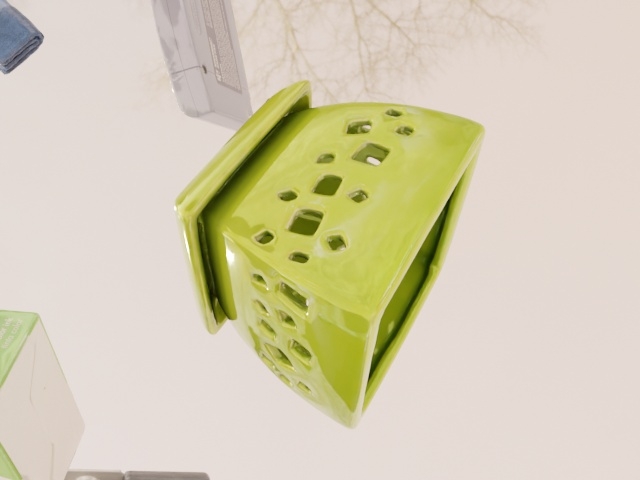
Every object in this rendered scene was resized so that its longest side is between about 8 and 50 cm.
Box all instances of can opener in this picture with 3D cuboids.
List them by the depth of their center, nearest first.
[{"bbox_3d":[-0.362,0.477,1.279,0.095,0.283,0.076,-170,-93,-74],"label":"can opener"}]

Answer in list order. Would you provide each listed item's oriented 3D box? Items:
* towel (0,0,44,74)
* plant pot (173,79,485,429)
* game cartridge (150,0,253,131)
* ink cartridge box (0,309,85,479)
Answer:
[{"bbox_3d":[-0.382,-0.251,0.765,0.119,0.029,0.067,41,-103,15],"label":"towel"},{"bbox_3d":[0.000,0.000,0.612,0.207,0.227,0.228,25,-123,17],"label":"plant pot"},{"bbox_3d":[-0.178,-0.316,0.960,0.062,0.198,0.297,-12,-91,19],"label":"game cartridge"},{"bbox_3d":[-0.437,0.158,0.630,0.353,0.207,0.119,5,-137,2],"label":"ink cartridge box"}]
